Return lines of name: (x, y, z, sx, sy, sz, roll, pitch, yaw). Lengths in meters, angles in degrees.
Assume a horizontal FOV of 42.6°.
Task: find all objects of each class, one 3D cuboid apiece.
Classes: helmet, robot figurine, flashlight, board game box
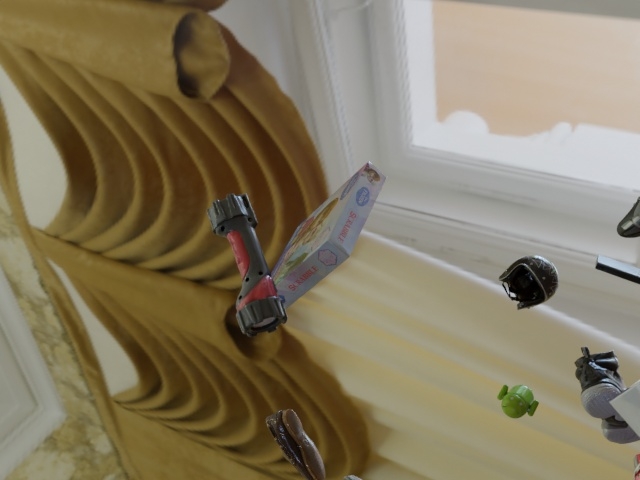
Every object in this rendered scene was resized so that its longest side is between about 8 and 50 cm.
helmet: (0.645, 0.121, 2.504, 0.169, 0.162, 0.169, 43, -152, -30)
robot figurine: (0.511, 0.418, 2.129, 0.115, 0.101, 0.067, -28, -41, -52)
flashlight: (-0.165, 0.051, 1.747, 0.103, 0.304, 0.103, 1, -33, -44)
board game box: (0.000, 0.000, 1.964, 0.318, 0.066, 0.318, -41, 14, 41)

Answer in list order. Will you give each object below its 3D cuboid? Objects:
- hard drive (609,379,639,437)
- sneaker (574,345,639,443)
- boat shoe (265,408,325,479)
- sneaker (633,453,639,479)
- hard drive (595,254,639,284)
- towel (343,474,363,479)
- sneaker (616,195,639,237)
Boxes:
hard drive: (0.655, 0.351, 1.363, 0.040, 0.318, 0.210, -28, -20, -30)
sneaker: (0.619, 0.322, 1.743, 0.268, 0.101, 0.153, 43, -147, -40)
boat shoe: (-0.061, 0.505, 2.005, 0.207, 0.073, 0.073, 63, -156, -7)
sneaker: (0.763, 0.560, 1.890, 0.314, 0.136, 0.115, -15, -48, -43)
hard drive: (0.779, 0.078, 2.118, 0.094, 0.135, 0.022, -30, -41, -67)
towel: (0.204, 0.562, 1.422, 0.056, 0.312, 0.324, -45, -54, -15)
sneaker: (0.702, -0.110, 1.711, 0.086, 0.229, 0.132, 18, -136, -45)
